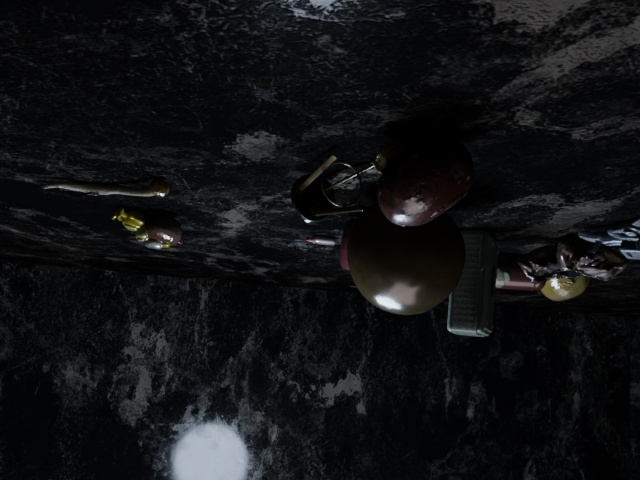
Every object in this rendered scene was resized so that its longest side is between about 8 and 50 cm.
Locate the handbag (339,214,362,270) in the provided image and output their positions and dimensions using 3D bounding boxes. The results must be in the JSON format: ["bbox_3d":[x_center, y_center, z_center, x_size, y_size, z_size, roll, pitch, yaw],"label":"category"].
[{"bbox_3d":[0.161,0.016,1.689,0.225,0.146,0.135,8,173,-13],"label":"handbag"}]

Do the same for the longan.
[{"bbox_3d":[0.176,0.027,1.495,0.258,0.258,0.258,4,171,1],"label":"longan"}]

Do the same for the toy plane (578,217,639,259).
[{"bbox_3d":[0.669,0.003,1.553,0.212,0.088,0.267,38,155,-32],"label":"toy plane"}]

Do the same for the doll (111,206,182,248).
[{"bbox_3d":[-0.449,-0.029,1.871,0.188,0.096,0.145,16,161,-10],"label":"doll"}]

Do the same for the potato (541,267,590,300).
[{"bbox_3d":[0.744,0.130,2.241,0.182,0.117,0.202,6,170,-29],"label":"potato"}]

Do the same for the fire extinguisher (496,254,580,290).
[{"bbox_3d":[0.571,0.091,2.100,0.344,0.102,0.138,3,169,10],"label":"fire extinguisher"}]

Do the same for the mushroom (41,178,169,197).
[{"bbox_3d":[-0.452,-0.111,1.536,0.306,0.043,0.068,2,153,22],"label":"mushroom"}]

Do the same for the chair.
[{"bbox_3d":[0.015,-0.094,1.275,0.095,0.104,0.221,34,157,-14],"label":"chair"}]

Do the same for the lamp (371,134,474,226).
[{"bbox_3d":[0.146,-0.098,1.072,0.157,0.135,0.156,-37,178,36],"label":"lamp"}]

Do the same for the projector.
[{"bbox_3d":[0.391,0.112,1.822,0.099,0.256,0.192,3,171,19],"label":"projector"}]

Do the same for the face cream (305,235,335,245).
[{"bbox_3d":[0.000,0.000,2.049,0.083,0.021,0.040,6,170,-10],"label":"face cream"}]

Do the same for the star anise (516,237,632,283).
[{"bbox_3d":[0.629,0.053,1.829,0.258,0.110,0.198,2,173,-32],"label":"star anise"}]
